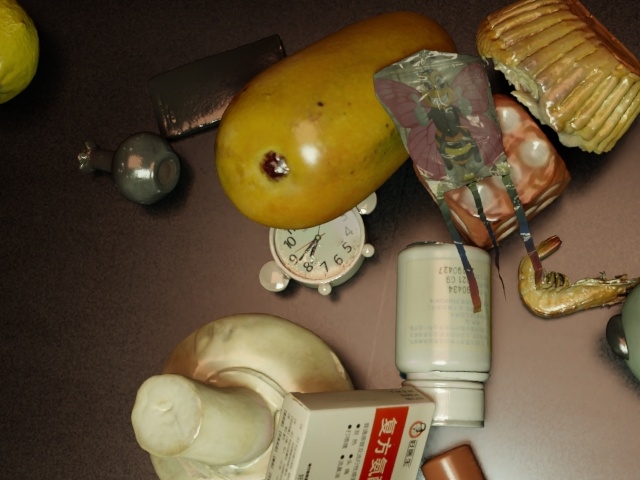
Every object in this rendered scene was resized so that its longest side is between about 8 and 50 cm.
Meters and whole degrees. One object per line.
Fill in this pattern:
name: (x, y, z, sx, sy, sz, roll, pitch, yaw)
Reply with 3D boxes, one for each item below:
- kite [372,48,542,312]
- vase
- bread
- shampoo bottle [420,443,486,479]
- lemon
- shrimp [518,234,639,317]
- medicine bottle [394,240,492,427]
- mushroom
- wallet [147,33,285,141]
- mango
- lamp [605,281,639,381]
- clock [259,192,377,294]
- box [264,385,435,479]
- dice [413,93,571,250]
kite: (0.199, -0.091, 1.230, 0.204, 0.022, 0.361, -17, 84, -31)
vase: (-0.324, -0.127, 1.525, 0.182, 0.120, 0.120, 13, 81, 28)
bread: (0.354, -0.255, 1.335, 0.274, 0.274, 0.149, 48, 118, 16)
shampoo bottle: (0.228, 0.415, 1.309, 0.085, 0.085, 0.244, -27, 76, 5)
lemon: (-0.579, -0.333, 1.573, 0.192, 0.192, 0.231, -29, 63, 4)
shrimp: (0.383, 0.047, 1.383, 0.178, 0.034, 0.124, -16, 69, 12)
medicine bottle: (0.178, 0.141, 1.344, 0.143, 0.143, 0.258, 1, 78, 12)
mushroom: (-0.127, 0.261, 1.324, 0.355, 0.315, 0.315, 6, 76, -28)
wallet: (-0.170, -0.260, 1.561, 0.244, 0.025, 0.124, -17, 75, 8)
mango: (0.036, -0.190, 1.354, 0.445, 0.300, 0.232, -41, 99, -31)
lamp: (0.526, 0.109, 1.268, 0.197, 0.198, 0.244, 38, 79, 16)
clock: (0.000, 0.000, 1.454, 0.229, 0.063, 0.156, -43, 76, 0)
box: (0.017, 0.371, 1.241, 0.069, 0.214, 0.353, 32, 113, 51)
dice: (0.249, -0.102, 1.365, 0.175, 0.179, 0.174, -37, 74, 4)
